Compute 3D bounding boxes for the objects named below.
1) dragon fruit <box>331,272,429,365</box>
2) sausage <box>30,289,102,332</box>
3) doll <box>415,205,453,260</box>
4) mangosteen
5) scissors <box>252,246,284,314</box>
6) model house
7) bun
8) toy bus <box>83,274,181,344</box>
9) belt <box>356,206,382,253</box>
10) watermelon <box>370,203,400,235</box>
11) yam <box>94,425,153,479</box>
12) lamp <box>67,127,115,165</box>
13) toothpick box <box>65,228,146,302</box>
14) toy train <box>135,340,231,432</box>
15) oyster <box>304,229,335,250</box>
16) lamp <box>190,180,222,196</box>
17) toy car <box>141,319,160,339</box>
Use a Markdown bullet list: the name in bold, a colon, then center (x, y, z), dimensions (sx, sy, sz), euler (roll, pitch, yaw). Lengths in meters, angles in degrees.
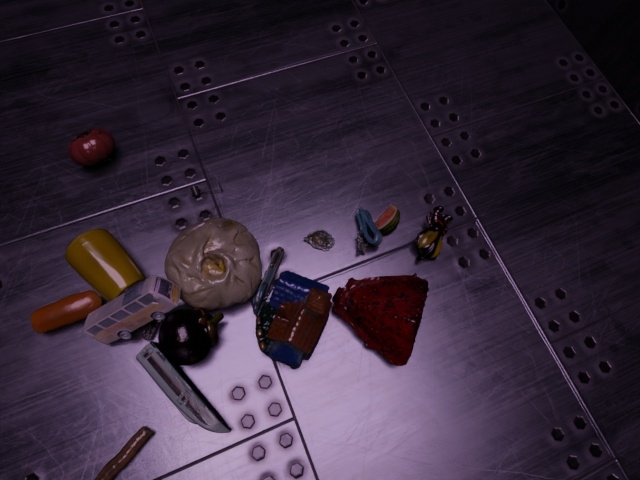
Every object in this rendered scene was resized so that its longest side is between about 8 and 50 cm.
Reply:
- **dragon fruit**: center (0.222, 0.268, 1.625), dimensions (0.329, 0.227, 0.286), euler (9, 35, 20)
- **sausage**: center (-0.898, 0.249, 1.542), dimensions (0.238, 0.098, 0.098), euler (-22, 73, -10)
- **doll**: center (0.452, -0.022, 1.748), dimensions (0.127, 0.088, 0.248), euler (33, 67, 8)
- **mangosteen**: center (-0.438, 0.322, 1.501), dimensions (0.231, 0.194, 0.194), euler (-19, 72, -17)
- **scissors**: center (-0.195, 0.138, 1.636), dimensions (0.041, 0.138, 0.289), euler (17, 54, 2)
- **model house**: center (-0.093, 0.254, 1.477), dimensions (0.252, 0.329, 0.294), euler (26, 68, 2)
- **bun**: center (-0.391, 0.074, 1.579), dimensions (0.365, 0.219, 0.365), euler (3, 67, -6)
- **toy bus**: center (-0.639, 0.237, 1.479), dimensions (0.343, 0.138, 0.097), euler (-29, 40, 17)
- **belt**: center (0.179, -0.047, 1.745), dimensions (0.100, 0.065, 0.179), euler (-31, 55, 19)
- **watermelon**: center (0.287, -0.072, 1.779), dimensions (0.163, 0.087, 0.069), euler (-49, 117, -16)
- **yam**: center (-0.646, 0.713, 1.409), dimensions (0.057, 0.057, 0.241), euler (38, 70, 10)
- **lamp**: center (-0.913, -0.368, 1.743), dimensions (0.182, 0.140, 0.182), euler (-19, 31, 12)
- **toothpick box**: center (-0.761, 0.103, 1.564), dimensions (0.271, 0.175, 0.175), euler (44, 72, 9)
- **toy train**: center (-0.466, 0.520, 1.474), dimensions (0.088, 0.086, 0.407), euler (-43, 78, -13)
- **oyster**: center (-0.001, 0.001, 1.739), dimensions (0.098, 0.037, 0.100), euler (-38, 97, 2)
- **lamp**: center (-0.467, -0.209, 1.778), dimensions (0.121, 0.041, 0.054), euler (-21, 80, -9)
- **toy car**: center (-0.612, 0.317, 1.571), dimensions (0.041, 0.025, 0.093), euler (22, 66, 6)
